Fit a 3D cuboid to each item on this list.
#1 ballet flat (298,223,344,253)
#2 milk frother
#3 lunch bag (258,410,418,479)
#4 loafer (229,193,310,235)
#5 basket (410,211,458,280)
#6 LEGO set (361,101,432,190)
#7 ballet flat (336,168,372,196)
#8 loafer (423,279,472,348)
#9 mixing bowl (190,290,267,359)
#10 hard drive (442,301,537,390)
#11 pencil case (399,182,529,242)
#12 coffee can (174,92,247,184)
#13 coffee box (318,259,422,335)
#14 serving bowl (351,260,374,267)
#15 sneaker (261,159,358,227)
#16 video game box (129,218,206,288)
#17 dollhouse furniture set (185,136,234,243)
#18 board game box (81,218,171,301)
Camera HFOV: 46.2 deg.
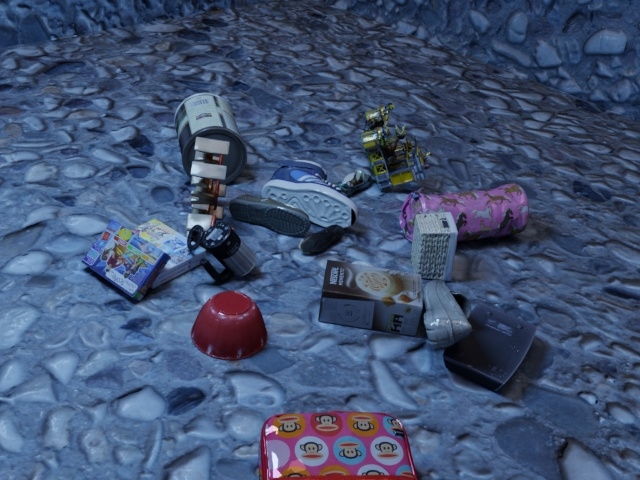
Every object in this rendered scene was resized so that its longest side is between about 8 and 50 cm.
[{"bbox_3d":[0.000,0.000,2.138,0.173,0.058,0.049,-24,5,-42],"label":"ballet flat"},{"bbox_3d":[-0.262,0.021,1.952,0.129,0.135,0.143,-38,41,-1],"label":"milk frother"},{"bbox_3d":[0.030,0.447,1.392,0.293,0.120,0.258,1,37,-9],"label":"lunch bag"},{"bbox_3d":[-0.139,-0.089,2.185,0.251,0.094,0.087,17,38,14],"label":"loafer"},{"bbox_3d":[0.310,0.017,2.067,0.103,0.167,0.113,-1,33,-2],"label":"basket"},{"bbox_3d":[0.262,-0.323,2.487,0.192,0.255,0.331,-15,18,14],"label":"LEGO set"},{"bbox_3d":[0.115,-0.195,2.436,0.070,0.070,0.188,24,36,22],"label":"ballet flat"},{"bbox_3d":[0.311,0.171,1.824,0.111,0.112,0.319,-12,17,10],"label":"loafer"},{"bbox_3d":[-0.209,0.182,1.751,0.181,0.098,0.181,7,33,-4],"label":"mixing bowl"},{"bbox_3d":[0.410,0.256,1.818,0.172,0.054,0.254,23,36,22],"label":"hard drive"},{"bbox_3d":[0.436,-0.082,2.256,0.385,0.167,0.160,-4,2,-19],"label":"pencil case"},{"bbox_3d":[-0.355,-0.327,2.402,0.201,0.202,0.275,-2,34,-16],"label":"coffee can"},{"bbox_3d":[0.126,0.143,1.886,0.246,0.098,0.141,8,33,0],"label":"coffee box"},{"bbox_3d":[0.113,0.080,2.046,0.083,0.027,0.083,6,32,-4],"label":"serving bowl"},{"bbox_3d":[0.003,-0.163,2.296,0.322,0.130,0.236,15,37,21],"label":"sneaker"},{"bbox_3d":[-0.439,0.031,1.977,0.205,0.048,0.187,29,40,28],"label":"video game box"},{"bbox_3d":[-0.290,-0.118,2.078,0.135,0.262,0.259,7,65,-6],"label":"dollhouse furniture set"},{"bbox_3d":[-0.488,0.048,1.878,0.201,0.035,0.136,29,79,28],"label":"board game box"}]
